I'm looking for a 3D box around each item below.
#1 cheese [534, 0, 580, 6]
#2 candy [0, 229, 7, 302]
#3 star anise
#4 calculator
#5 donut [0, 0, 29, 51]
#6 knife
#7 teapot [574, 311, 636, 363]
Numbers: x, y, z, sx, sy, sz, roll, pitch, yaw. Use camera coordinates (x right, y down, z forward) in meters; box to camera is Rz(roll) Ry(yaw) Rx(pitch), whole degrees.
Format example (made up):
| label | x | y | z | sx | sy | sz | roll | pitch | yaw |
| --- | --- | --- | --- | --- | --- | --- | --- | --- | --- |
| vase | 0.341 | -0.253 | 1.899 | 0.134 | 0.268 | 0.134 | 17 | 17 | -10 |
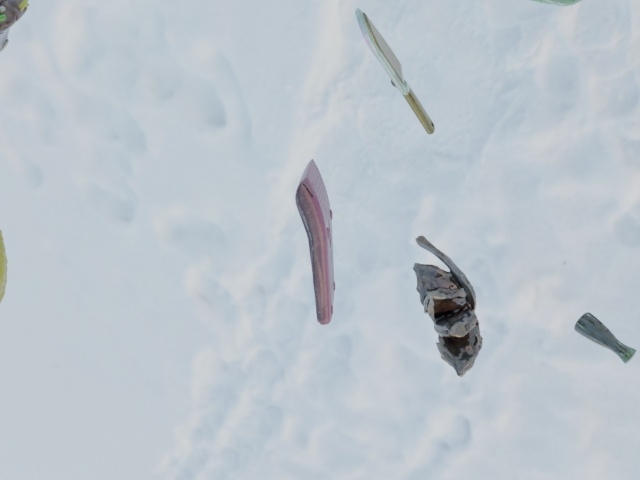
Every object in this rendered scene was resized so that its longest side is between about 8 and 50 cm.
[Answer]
| label | x | y | z | sx | sy | sz | roll | pitch | yaw |
| --- | --- | --- | --- | --- | --- | --- | --- | --- | --- |
| cheese | 0.279 | -0.405 | 1.181 | 0.320 | 0.203 | 0.083 | 29 | 113 | 42 |
| candy | -0.557 | 0.051 | 1.307 | 0.106 | 0.094 | 0.199 | -51 | 47 | 20 |
| star anise | 0.213 | 0.111 | 1.311 | 0.089 | 0.209 | 0.231 | -17 | 111 | 4 |
| calculator | 0.000 | 0.000 | 1.001 | 0.034 | 0.127 | 0.191 | -7 | 107 | 5 |
| donut | -0.371 | -0.213 | 0.678 | 0.235 | 0.235 | 0.089 | 38 | 123 | 13 |
| knife | 0.135 | -0.294 | 1.431 | 0.027 | 0.061 | 0.343 | -15 | 150 | 23 |
| teapot | 0.498 | 0.173 | 1.399 | 0.110 | 0.042 | 0.043 | 42 | 145 | 36 |
